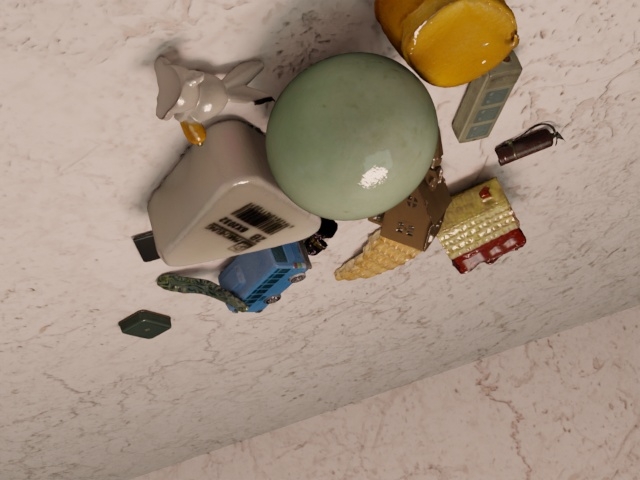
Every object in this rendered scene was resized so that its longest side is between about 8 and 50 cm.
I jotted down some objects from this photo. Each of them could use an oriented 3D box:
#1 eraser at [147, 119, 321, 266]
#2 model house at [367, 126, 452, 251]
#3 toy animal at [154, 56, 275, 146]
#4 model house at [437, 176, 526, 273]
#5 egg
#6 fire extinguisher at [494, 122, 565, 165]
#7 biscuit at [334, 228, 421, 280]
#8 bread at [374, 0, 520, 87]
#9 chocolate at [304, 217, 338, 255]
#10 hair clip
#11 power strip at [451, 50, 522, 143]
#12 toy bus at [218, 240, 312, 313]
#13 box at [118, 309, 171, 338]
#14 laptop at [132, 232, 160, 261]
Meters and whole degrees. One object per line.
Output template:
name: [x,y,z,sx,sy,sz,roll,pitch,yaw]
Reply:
eraser: [-0.142,-0.080,1.750,0.332,0.149,0.331,-17,157,-8]
model house: [0.201,-0.135,1.928,0.181,0.176,0.248,-43,150,-62]
toy animal: [-0.176,-0.228,1.454,0.127,0.130,0.182,-10,176,37]
model house: [0.370,-0.052,2.177,0.196,0.160,0.254,-24,153,11]
egg: [0.048,-0.171,1.517,0.276,0.275,0.389,-10,173,-20]
fire extinguisher: [0.473,-0.222,2.031,0.157,0.045,0.078,-21,134,7]
biscuit: [0.183,0.026,2.342,0.205,0.040,0.309,-3,151,-33]
bread: [0.199,-0.354,1.422,0.195,0.142,0.270,-33,154,21]
chocolate: [-0.003,0.000,2.125,0.072,0.070,0.147,-7,149,-15]
hair clip: [-0.273,0.120,2.106,0.229,0.036,0.066,17,137,7]
power strip: [0.326,-0.279,1.785,0.078,0.052,0.272,-14,155,-14]
toy bus: [-0.140,0.076,2.123,0.134,0.116,0.234,1,148,-41]
box: [-0.446,0.217,2.295,0.091,0.031,0.126,-29,153,20]
laptop: [-0.309,-0.002,1.952,0.180,0.016,0.129,-17,156,-6]
